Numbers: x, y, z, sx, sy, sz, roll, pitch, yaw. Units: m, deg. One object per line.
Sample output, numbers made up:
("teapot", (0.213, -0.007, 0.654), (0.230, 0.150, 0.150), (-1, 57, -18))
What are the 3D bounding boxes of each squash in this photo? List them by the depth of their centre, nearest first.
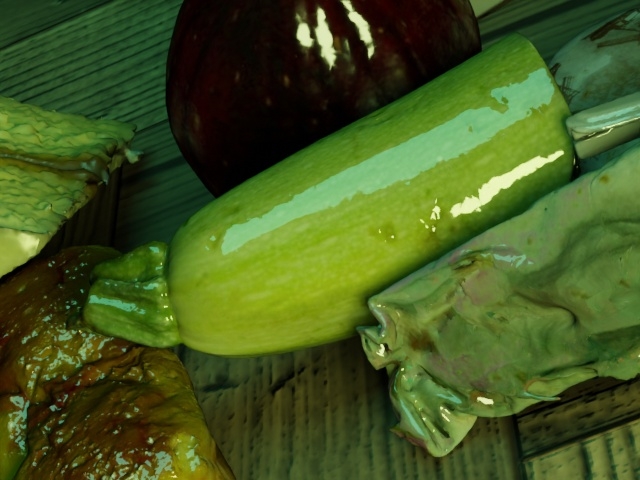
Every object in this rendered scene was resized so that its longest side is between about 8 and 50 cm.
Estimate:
("squash", (0.008, 0.013, 1.053), (0.287, 0.137, 0.137), (-28, 30, -3))

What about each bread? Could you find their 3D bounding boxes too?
("bread", (-0.135, 0.100, 1.098), (0.139, 0.077, 0.271), (-32, 32, 1))
("bread", (-0.238, -0.029, 1.291), (0.142, 0.178, 0.266), (-60, 1, 15))

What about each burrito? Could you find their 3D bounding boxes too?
("burrito", (0.146, 0.008, 0.935), (0.309, 0.096, 0.066), (-32, 0, 31))

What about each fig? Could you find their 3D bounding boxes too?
("fig", (-0.006, -0.132, 1.169), (0.186, 0.249, 0.204), (25, 65, 24))

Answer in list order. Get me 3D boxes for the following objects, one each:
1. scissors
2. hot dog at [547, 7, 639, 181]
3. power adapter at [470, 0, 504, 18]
("scissors", (0.219, -0.086, 0.981), (0.204, 0.027, 0.101), (-22, 28, -2))
("hot dog", (0.205, -0.046, 1.037), (0.144, 0.075, 0.268), (-36, 34, -3))
("power adapter", (0.015, -0.251, 1.325), (0.187, 0.255, 0.124), (-32, 33, -5))
